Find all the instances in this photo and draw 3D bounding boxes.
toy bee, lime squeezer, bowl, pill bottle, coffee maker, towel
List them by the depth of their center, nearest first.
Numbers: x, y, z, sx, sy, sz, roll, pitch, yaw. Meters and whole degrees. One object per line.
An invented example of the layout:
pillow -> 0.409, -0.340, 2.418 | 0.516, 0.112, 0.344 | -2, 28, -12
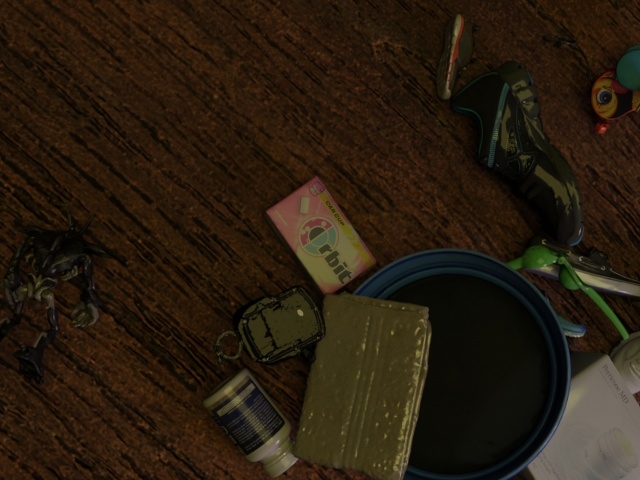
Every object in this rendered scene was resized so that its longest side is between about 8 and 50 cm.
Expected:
towel -> 0.068, 0.227, 1.467 | 0.187, 0.049, 0.282 | 9, 80, 20
coffee maker -> -0.091, 0.139, 1.476 | 0.171, 0.178, 0.120 | -3, 84, -11
bowl -> 0.203, 0.210, 1.495 | 0.391, 0.077, 0.391 | -4, 75, 16
pill bottle -> -0.107, 0.299, 1.502 | 0.094, 0.094, 0.169 | -39, 92, -10
lime squeezer -> 0.395, 0.072, 1.566 | 0.310, 0.059, 0.110 | 18, 90, 1
toy bee -> 0.553, -0.270, 1.648 | 0.195, 0.298, 0.162 | -19, 120, -44

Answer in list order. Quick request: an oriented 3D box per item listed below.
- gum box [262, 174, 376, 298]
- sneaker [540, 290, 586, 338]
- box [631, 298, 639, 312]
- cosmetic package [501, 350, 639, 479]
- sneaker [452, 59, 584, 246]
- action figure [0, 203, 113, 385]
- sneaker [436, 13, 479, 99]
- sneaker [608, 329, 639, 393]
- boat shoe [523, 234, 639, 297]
gum box -> 0.000, 0.000, 1.561 | 0.107, 0.062, 0.188 | -35, 92, -10
sneaker -> 0.396, 0.126, 1.619 | 0.162, 0.063, 0.073 | 22, 79, -7
box -> 0.648, 0.078, 1.669 | 0.169, 0.054, 0.059 | -39, 93, -11
cosmetic package -> 0.432, 0.342, 1.569 | 0.224, 0.138, 0.224 | -33, 91, -12
sneaker -> 0.349, -0.136, 1.616 | 0.139, 0.125, 0.341 | -24, 82, 1
action figure -> -0.432, 0.080, 1.449 | 0.164, 0.141, 0.276 | 20, 56, 1
sneaker -> 0.250, -0.322, 1.634 | 0.064, 0.061, 0.158 | 15, 84, -14
sneaker -> 0.586, 0.197, 1.595 | 0.235, 0.095, 0.090 | -42, 92, 18
boat shoe -> 0.470, 0.044, 1.635 | 0.228, 0.080, 0.076 | 15, 84, 0
